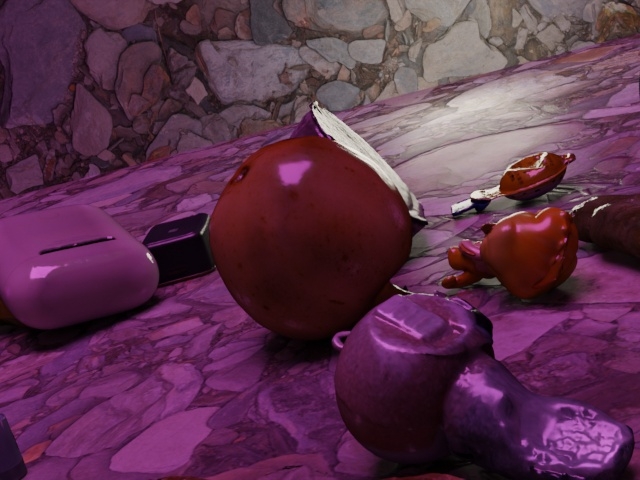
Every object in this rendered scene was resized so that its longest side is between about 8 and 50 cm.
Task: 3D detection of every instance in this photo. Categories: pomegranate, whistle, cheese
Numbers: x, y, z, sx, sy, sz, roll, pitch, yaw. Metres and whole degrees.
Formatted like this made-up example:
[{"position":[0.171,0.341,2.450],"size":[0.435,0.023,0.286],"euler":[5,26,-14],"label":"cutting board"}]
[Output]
[{"position":[0.000,0.000,1.551],"size":[0.319,0.319,0.319],"euler":[-15,15,4],"label":"pomegranate"},{"position":[0.149,0.173,1.076],"size":[0.348,0.189,0.189],"euler":[23,37,35],"label":"whistle"},{"position":[0.360,-0.103,1.975],"size":[0.250,0.064,0.156],"euler":[-23,12,12],"label":"cheese"}]

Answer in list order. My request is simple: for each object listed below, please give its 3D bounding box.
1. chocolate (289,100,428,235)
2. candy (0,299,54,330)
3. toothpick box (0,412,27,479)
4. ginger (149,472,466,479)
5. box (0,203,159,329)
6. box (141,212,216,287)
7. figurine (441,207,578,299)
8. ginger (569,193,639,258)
[{"position":[0.018,-0.071,1.874],"size":[0.213,0.303,0.303],"euler":[-45,9,13],"label":"chocolate"},{"position":[-0.589,0.125,2.102],"size":[0.297,0.081,0.187],"euler":[-1,21,26],"label":"candy"},{"position":[-0.420,0.273,1.374],"size":[0.052,0.083,0.052],"euler":[-15,15,4],"label":"toothpick box"},{"position":[-0.017,0.259,1.004],"size":[0.334,0.081,0.148],"euler":[-5,14,34],"label":"ginger"},{"position":[-0.491,0.042,2.030],"size":[0.289,0.141,0.349],"euler":[-12,28,-30],"label":"box"},{"position":[-0.288,0.016,2.170],"size":[0.145,0.090,0.201],"euler":[-14,14,5],"label":"box"},{"position":[0.274,0.023,1.517],"size":[0.156,0.131,0.246],"euler":[20,-16,-20],"label":"figurine"},{"position":[0.465,-0.022,1.524],"size":[0.137,0.089,0.290],"euler":[7,6,-10],"label":"ginger"}]
